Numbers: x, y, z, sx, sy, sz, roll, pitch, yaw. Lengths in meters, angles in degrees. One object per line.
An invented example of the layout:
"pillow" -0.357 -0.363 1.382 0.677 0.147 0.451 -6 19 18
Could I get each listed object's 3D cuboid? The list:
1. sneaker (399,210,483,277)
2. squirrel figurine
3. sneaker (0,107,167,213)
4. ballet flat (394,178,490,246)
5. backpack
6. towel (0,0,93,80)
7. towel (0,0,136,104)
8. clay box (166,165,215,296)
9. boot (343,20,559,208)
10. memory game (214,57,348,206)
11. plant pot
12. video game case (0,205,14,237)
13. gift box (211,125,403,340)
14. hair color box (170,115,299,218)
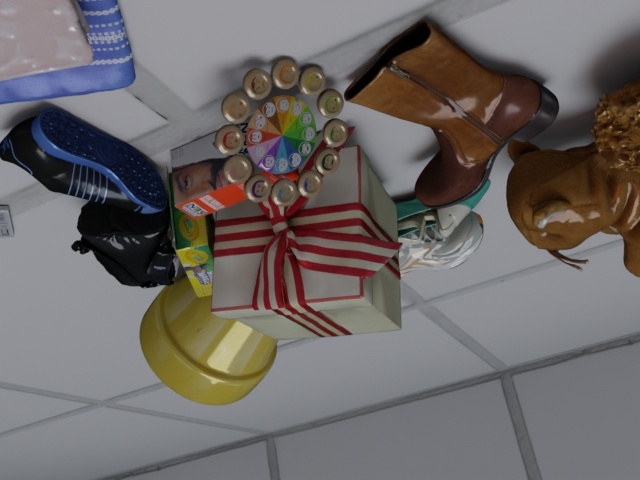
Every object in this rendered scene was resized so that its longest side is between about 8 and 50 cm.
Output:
"sneaker" 0.170 0.006 1.337 0.262 0.099 0.121 -24 148 24
"squirrel figurine" 0.470 -0.120 1.063 0.371 0.281 0.397 -1 141 3
"sneaker" -0.307 -0.092 0.954 0.090 0.081 0.232 -20 147 25
"ballet flat" 0.181 -0.038 1.251 0.247 0.087 0.083 -16 154 11
"backpack" -0.277 0.002 1.113 0.152 0.115 0.182 3 153 6
"towel" -0.382 -0.232 0.571 0.317 0.053 0.332 -12 154 -5
"towel" -0.322 -0.236 0.679 0.243 0.040 0.336 -9 155 -7
"clay box" -0.190 -0.012 1.106 0.053 0.127 0.222 -9 156 -5
"boot" 0.148 -0.151 0.986 0.280 0.096 0.264 11 148 -38
"memory game" -0.044 -0.131 0.897 0.186 0.186 0.012 6 -166 -33
"plant pot" -0.165 0.130 1.314 0.254 0.254 0.239 10 132 -38
"video game case" -0.526 -0.026 1.077 0.122 0.011 0.087 -2 155 -18
"gift box" 0.000 0.000 1.072 0.276 0.255 0.258 -13 158 18
"hair color box" -0.118 -0.103 0.981 0.167 0.093 0.053 -21 153 19
